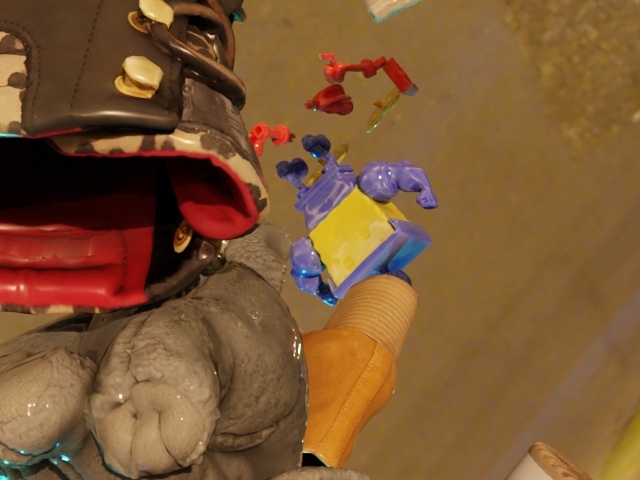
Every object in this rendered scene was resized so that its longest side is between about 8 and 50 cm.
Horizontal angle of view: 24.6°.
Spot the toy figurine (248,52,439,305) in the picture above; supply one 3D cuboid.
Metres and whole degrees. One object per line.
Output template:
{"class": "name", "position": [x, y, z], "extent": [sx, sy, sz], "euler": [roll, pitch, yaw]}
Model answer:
{"class": "toy figurine", "position": [0.000, 0.000, 1.560], "extent": [0.362, 0.217, 0.191], "euler": [-45, 157, 19]}

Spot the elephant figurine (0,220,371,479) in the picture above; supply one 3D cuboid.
{"class": "elephant figurine", "position": [-0.052, 0.142, 0.617], "extent": [0.186, 0.239, 0.169], "euler": [-23, -172, 0]}

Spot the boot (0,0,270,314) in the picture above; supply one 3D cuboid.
{"class": "boot", "position": [-0.042, -0.122, 0.615], "extent": [0.378, 0.284, 0.138], "euler": [-6, 142, 6]}

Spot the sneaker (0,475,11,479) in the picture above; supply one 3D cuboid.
{"class": "sneaker", "position": [-0.219, 0.152, 1.151], "extent": [0.093, 0.088, 0.225], "euler": [-7, -176, 0]}

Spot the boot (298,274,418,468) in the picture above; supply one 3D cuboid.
{"class": "boot", "position": [-0.045, 0.154, 1.195], "extent": [0.295, 0.104, 0.211], "euler": [-38, -166, 48]}

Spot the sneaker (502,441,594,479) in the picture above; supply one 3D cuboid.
{"class": "sneaker", "position": [0.137, 0.230, 0.629], "extent": [0.153, 0.282, 0.099], "euler": [-48, 138, 5]}

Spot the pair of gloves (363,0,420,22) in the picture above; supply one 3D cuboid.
{"class": "pair of gloves", "position": [0.118, -0.288, 1.252], "extent": [0.204, 0.042, 0.240], "euler": [-26, -149, 17]}

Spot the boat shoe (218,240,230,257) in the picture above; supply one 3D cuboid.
{"class": "boat shoe", "position": [-0.120, -0.065, 1.410], "extent": [0.116, 0.319, 0.099], "euler": [32, 100, -30]}
